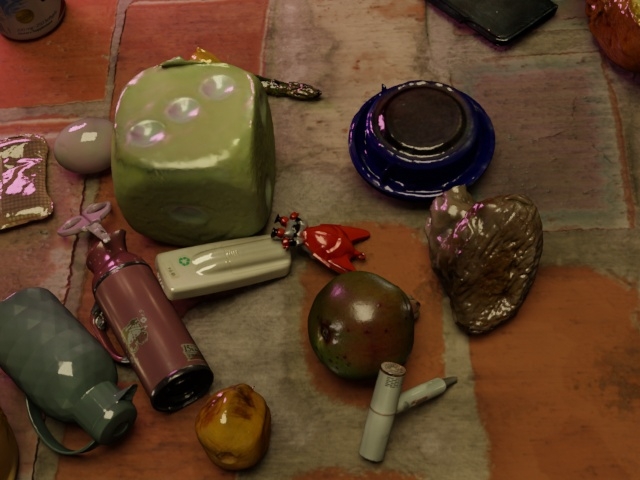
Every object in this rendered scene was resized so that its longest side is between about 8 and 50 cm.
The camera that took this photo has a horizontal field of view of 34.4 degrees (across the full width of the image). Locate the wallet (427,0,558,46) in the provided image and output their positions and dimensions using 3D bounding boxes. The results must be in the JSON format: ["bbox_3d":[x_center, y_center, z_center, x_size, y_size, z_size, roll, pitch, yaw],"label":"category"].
[{"bbox_3d":[0.308,-0.506,2.080,0.172,0.045,0.318,-37,61,-19],"label":"wallet"}]

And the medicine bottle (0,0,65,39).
[{"bbox_3d":[-0.626,-0.551,2.069,0.156,0.289,0.157,-3,58,5],"label":"medicine bottle"}]

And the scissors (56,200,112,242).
[{"bbox_3d":[-0.399,-0.026,1.813,0.110,0.021,0.212,-33,23,-14],"label":"scissors"}]

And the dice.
[{"bbox_3d":[-0.215,-0.148,1.799,0.251,0.254,0.250,-1,61,4],"label":"dice"}]

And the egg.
[{"bbox_3d":[-0.431,-0.176,1.927,0.135,0.103,0.103,-14,58,-1],"label":"egg"}]

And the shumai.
[{"bbox_3d":[0.272,0.016,1.728,0.183,0.218,0.185,-11,19,-5],"label":"shumai"}]

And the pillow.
[{"bbox_3d":[-0.575,-0.113,1.947,0.135,0.034,0.211,-15,57,-1],"label":"pillow"}]

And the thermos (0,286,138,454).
[{"bbox_3d":[-0.420,0.223,1.667,0.286,0.145,0.182,41,103,25],"label":"thermos"}]

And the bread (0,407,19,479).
[{"bbox_3d":[-0.616,0.240,1.547,0.361,0.394,0.250,25,49,23],"label":"bread"}]

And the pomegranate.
[{"bbox_3d":[0.083,0.133,1.658,0.209,0.180,0.180,-12,49,-45],"label":"pomegranate"}]

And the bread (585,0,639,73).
[{"bbox_3d":[0.603,-0.441,1.930,0.194,0.179,0.340,-14,56,-4],"label":"bread"}]

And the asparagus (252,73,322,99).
[{"bbox_3d":[-0.075,-0.297,2.004,0.165,0.030,0.036,11,50,13],"label":"asparagus"}]

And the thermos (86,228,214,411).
[{"bbox_3d":[-0.305,0.132,1.734,0.109,0.136,0.330,-13,53,-34],"label":"thermos"}]

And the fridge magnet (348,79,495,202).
[{"bbox_3d":[0.181,-0.186,1.858,0.265,0.113,0.266,-2,58,3],"label":"fridge magnet"}]

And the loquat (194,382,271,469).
[{"bbox_3d":[-0.130,0.285,1.599,0.113,0.137,0.137,-13,54,30],"label":"loquat"}]

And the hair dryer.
[{"bbox_3d":[0.149,0.259,1.622,0.183,0.155,0.044,-3,26,-39],"label":"hair dryer"}]

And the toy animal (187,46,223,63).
[{"bbox_3d":[-0.249,-0.291,2.002,0.083,0.070,0.159,32,72,21],"label":"toy animal"}]

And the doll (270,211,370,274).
[{"bbox_3d":[0.000,0.000,1.780,0.169,0.057,0.109,23,51,-10],"label":"doll"}]

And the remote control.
[{"bbox_3d":[-0.162,0.039,1.759,0.230,0.049,0.090,-12,56,-23],"label":"remote control"}]
